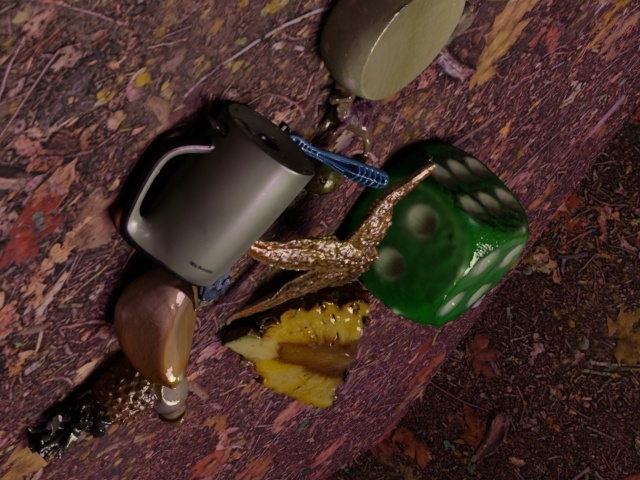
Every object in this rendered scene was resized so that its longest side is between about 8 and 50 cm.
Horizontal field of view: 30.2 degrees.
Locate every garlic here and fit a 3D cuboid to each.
[{"bbox_3d":[-0.253,0.125,1.933,0.145,0.164,0.245,-15,143,-26],"label":"garlic"}]

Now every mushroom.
[{"bbox_3d":[-0.297,0.295,2.298,0.088,0.097,0.212,-49,165,-23],"label":"mushroom"}]

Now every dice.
[{"bbox_3d":[0.244,-0.013,2.511,0.297,0.287,0.300,-9,141,-56],"label":"dice"}]

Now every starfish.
[{"bbox_3d":[0.004,0.011,2.222,0.384,0.132,0.398,-13,161,-17],"label":"starfish"}]

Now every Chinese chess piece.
[{"bbox_3d":[0.112,-0.335,1.830,0.250,0.101,0.250,-39,161,-17],"label":"Chinese chess piece"}]

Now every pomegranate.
[{"bbox_3d":[-0.002,-0.111,2.122,0.073,0.073,0.084,-37,179,-24],"label":"pomegranate"}]

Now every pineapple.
[{"bbox_3d":[-0.065,0.163,2.484,0.209,0.286,0.344,-92,-164,-49],"label":"pineapple"},{"bbox_3d":[-0.403,0.300,2.097,0.251,0.125,0.125,-32,159,-8],"label":"pineapple"}]

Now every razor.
[{"bbox_3d":[0.014,-0.137,2.011,0.253,0.042,0.082,17,120,-34],"label":"razor"}]

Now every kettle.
[{"bbox_3d":[-0.169,-0.070,1.747,0.240,0.165,0.255,26,114,-40],"label":"kettle"}]

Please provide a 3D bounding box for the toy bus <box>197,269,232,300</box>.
[{"bbox_3d":[-0.186,0.041,2.078,0.065,0.047,0.166,-27,153,-33],"label":"toy bus"}]

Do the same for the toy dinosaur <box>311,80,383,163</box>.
[{"bbox_3d":[0.079,-0.229,2.044,0.251,0.072,0.199,-13,136,-44],"label":"toy dinosaur"}]

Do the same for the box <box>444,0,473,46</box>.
[{"bbox_3d":[0.219,-0.376,2.063,0.098,0.045,0.062,-40,160,-12],"label":"box"}]
